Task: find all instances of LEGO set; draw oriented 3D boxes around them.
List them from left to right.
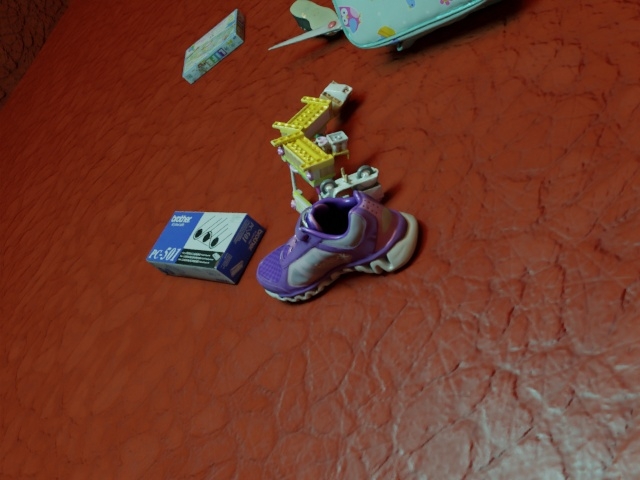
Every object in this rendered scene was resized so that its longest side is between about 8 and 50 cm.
[{"bbox_3d":[0.001,-0.114,1.129,0.132,0.107,0.287,-9,36,-2],"label":"LEGO set"}]

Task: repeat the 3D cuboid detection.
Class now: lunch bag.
[{"bbox_3d":[0.131,-0.393,1.116,0.279,0.224,0.108,-10,17,45],"label":"lunch bag"}]

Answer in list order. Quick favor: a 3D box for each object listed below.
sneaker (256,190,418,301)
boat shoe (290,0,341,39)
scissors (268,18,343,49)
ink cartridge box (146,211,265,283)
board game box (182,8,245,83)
[{"bbox_3d":[0.000,0.000,0.986,0.236,0.104,0.095,-21,45,37],"label":"sneaker"},{"bbox_3d":[-0.002,-0.380,1.402,0.049,0.042,0.133,-43,47,-6],"label":"boat shoe"},{"bbox_3d":[0.035,-0.350,1.313,0.297,0.021,0.109,-22,49,23],"label":"scissors"},{"bbox_3d":[-0.179,0.008,1.231,0.207,0.046,0.097,4,60,50],"label":"ink cartridge box"},{"bbox_3d":[-0.224,-0.408,1.689,0.154,0.026,0.103,-32,39,25],"label":"board game box"}]
